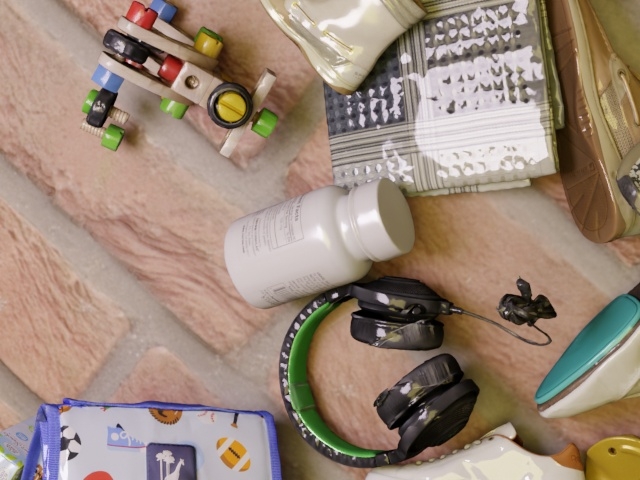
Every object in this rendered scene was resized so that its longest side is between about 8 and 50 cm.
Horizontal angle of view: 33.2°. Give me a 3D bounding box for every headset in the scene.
[{"bbox_3d":[0.110,0.151,1.370,0.394,0.185,0.243,-23,78,24],"label":"headset"}]

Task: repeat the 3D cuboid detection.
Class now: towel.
[{"bbox_3d":[0.150,-0.213,1.389,0.324,0.056,0.312,-6,91,30],"label":"towel"}]

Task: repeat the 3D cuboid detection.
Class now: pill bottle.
[{"bbox_3d":[0.000,0.000,1.404,0.229,0.131,0.131,-19,90,27],"label":"pill bottle"}]

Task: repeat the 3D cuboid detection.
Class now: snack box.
[{"bbox_3d":[-0.443,0.340,1.522,0.070,0.207,0.174,37,102,9],"label":"snack box"}]

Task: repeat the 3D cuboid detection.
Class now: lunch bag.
[{"bbox_3d":[-0.231,0.404,1.407,0.328,0.239,0.385,7,92,-26],"label":"lunch bag"}]

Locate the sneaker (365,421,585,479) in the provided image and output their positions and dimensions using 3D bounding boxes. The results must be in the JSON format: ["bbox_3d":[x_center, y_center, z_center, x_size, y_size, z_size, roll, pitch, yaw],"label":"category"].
[{"bbox_3d":[0.206,0.303,1.431,0.290,0.106,0.123,2,72,15],"label":"sneaker"}]

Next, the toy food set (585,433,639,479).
[{"bbox_3d":[0.440,0.332,1.385,0.218,0.071,0.128,50,127,8],"label":"toy food set"}]

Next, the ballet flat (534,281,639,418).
[{"bbox_3d":[0.434,0.092,1.337,0.139,0.139,0.400,37,98,8],"label":"ballet flat"}]

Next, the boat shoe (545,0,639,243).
[{"bbox_3d":[0.348,-0.169,1.349,0.110,0.121,0.341,-11,86,-21],"label":"boat shoe"}]

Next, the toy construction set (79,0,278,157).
[{"bbox_3d":[-0.148,-0.250,1.430,0.237,0.257,0.309,26,77,-7],"label":"toy construction set"}]

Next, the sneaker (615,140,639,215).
[{"bbox_3d":[0.525,-0.148,1.210,0.410,0.182,0.158,-22,58,-6],"label":"sneaker"}]

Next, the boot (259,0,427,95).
[{"bbox_3d":[0.022,-0.316,1.378,0.165,0.077,0.213,-44,78,25],"label":"boot"}]
